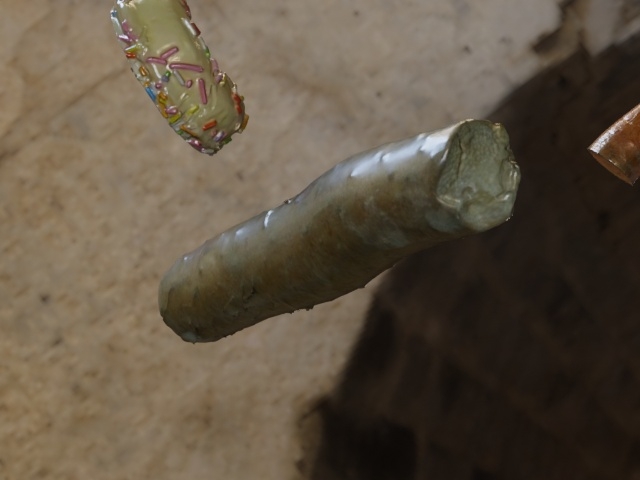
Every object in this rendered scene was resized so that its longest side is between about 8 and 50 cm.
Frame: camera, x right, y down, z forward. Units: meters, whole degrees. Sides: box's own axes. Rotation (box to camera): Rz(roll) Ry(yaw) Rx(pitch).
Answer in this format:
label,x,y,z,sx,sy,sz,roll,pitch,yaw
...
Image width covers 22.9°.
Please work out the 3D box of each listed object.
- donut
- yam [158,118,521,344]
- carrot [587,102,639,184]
label,x,y,z,sx,sy,sz,roll,pitch,yaw
donut,-0.124,-0.158,1.359,0.166,0.065,0.108,61,-174,9
yam,0.000,0.000,0.938,0.071,0.317,0.067,23,-117,-28
carrot,0.353,-0.147,1.521,0.057,0.224,0.057,45,176,4
